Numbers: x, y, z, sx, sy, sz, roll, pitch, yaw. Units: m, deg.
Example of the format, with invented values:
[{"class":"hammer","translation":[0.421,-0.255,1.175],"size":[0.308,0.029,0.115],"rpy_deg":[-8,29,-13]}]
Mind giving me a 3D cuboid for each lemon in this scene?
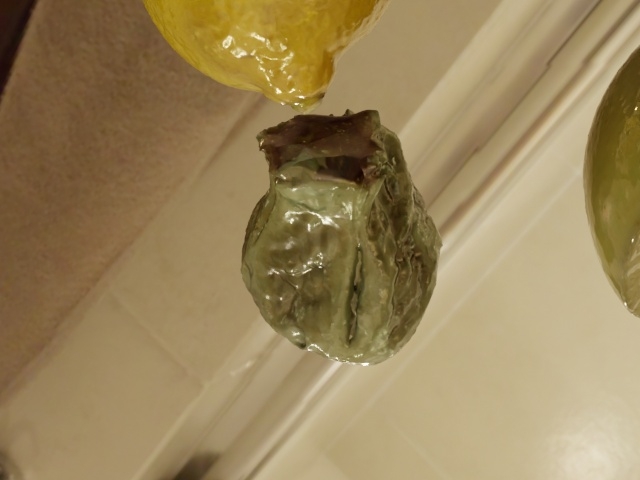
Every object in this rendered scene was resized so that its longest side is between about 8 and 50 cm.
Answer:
[{"class":"lemon","translation":[-0.034,-0.201,0.684],"size":[0.187,0.187,0.244],"rpy_deg":[12,-118,-39]}]

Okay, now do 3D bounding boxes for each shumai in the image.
[{"class":"shumai","translation":[0.000,0.000,1.079],"size":[0.222,0.225,0.260],"rpy_deg":[20,-112,-65]}]

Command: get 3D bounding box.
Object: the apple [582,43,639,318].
[{"class":"apple","translation":[0.350,-0.069,0.771],"size":[0.295,0.257,0.233],"rpy_deg":[3,-144,5]}]
